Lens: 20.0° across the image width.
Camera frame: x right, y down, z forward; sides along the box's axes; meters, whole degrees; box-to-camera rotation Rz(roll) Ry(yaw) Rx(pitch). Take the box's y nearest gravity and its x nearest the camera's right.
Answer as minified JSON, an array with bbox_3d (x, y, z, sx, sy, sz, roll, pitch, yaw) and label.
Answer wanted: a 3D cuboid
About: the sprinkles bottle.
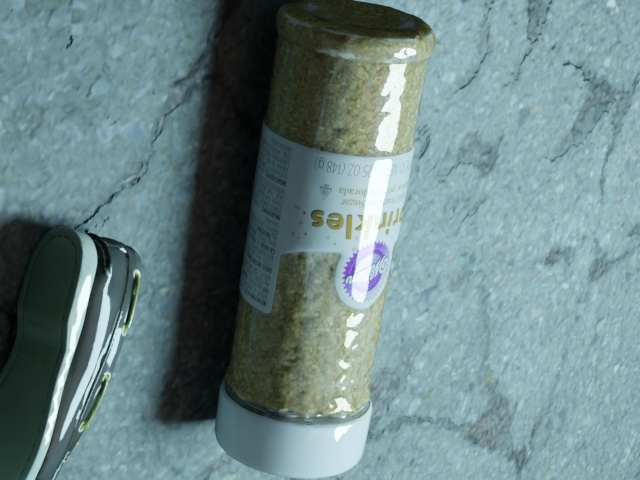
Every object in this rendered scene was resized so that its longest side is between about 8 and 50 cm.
[{"bbox_3d":[0.000,0.000,1.380,0.121,0.121,0.355,-11,118,-44],"label":"sprinkles bottle"}]

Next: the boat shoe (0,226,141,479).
[{"bbox_3d":[-0.184,0.106,1.266,0.068,0.081,0.228,15,97,-46],"label":"boat shoe"}]
